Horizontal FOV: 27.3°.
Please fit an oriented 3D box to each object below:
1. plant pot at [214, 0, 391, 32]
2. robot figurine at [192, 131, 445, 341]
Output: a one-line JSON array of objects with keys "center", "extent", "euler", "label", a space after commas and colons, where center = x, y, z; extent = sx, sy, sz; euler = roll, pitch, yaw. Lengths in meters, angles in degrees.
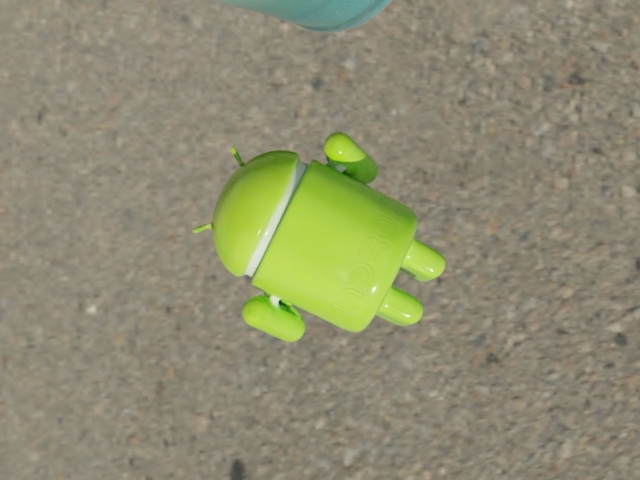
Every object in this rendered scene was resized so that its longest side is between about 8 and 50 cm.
[{"center": [-0.079, -0.317, 1.075], "extent": [0.272, 0.255, 0.271], "euler": [0, 90, 52], "label": "plant pot"}, {"center": [0.000, 0.000, 0.626], "extent": [0.115, 0.067, 0.101], "euler": [25, 86, -2], "label": "robot figurine"}]
